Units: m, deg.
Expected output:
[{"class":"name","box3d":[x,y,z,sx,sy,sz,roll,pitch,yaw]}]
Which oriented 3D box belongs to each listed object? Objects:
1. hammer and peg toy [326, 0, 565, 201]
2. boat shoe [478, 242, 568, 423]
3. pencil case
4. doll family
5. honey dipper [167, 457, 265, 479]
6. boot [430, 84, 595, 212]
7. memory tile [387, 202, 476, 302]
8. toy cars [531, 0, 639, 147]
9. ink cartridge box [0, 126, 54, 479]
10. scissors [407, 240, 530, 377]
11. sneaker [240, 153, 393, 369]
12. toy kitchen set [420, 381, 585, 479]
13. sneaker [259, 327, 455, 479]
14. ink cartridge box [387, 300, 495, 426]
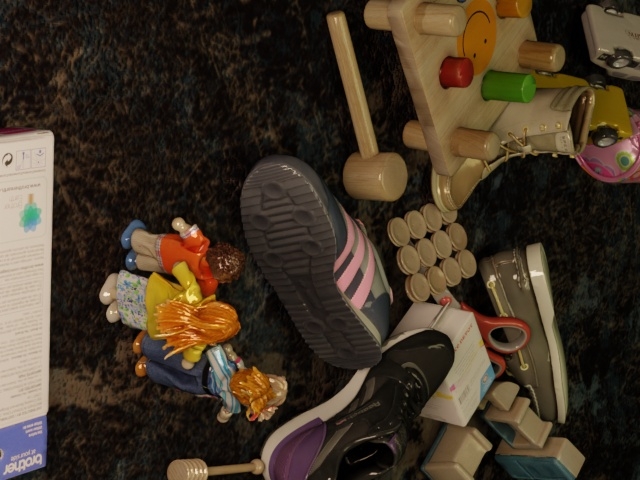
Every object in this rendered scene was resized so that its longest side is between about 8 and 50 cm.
[{"class":"hammer and peg toy","box3d":[0.151,-0.217,1.918,0.361,0.127,0.266,-51,137,-34]},{"class":"boat shoe","box3d":[0.288,0.135,2.248,0.109,0.091,0.305,-85,163,-53]},{"class":"pencil case","box3d":[0.495,-0.147,2.432,0.284,0.124,0.124,-4,103,-52]},{"class":"doll family","box3d":[-0.121,0.106,1.590,0.118,0.163,0.263,-48,135,-36]},{"class":"honey dipper","box3d":[-0.108,0.252,1.770,0.161,0.030,0.030,8,93,-57]},{"class":"boot","box3d":[0.244,-0.120,2.044,0.213,0.165,0.077,-61,141,-27]},{"class":"memory tile","box3d":[0.141,0.011,2.036,0.148,0.012,0.113,-23,93,-50]},{"class":"toy cars","box3d":[0.388,-0.225,2.281,0.176,0.087,0.394,50,48,0]},{"class":"ink cartridge box","box3d":[-0.316,0.064,1.392,0.186,0.065,0.311,-13,108,-53]},{"class":"scissors","box3d":[0.164,0.094,2.107,0.109,0.021,0.297,-41,128,18]},{"class":"sneaker","box3d":[0.000,0.000,1.808,0.319,0.112,0.131,68,29,-42]},{"class":"toy kitchen set","box3d":[0.234,0.307,2.231,0.207,0.122,0.166,46,60,-27]},{"class":"sneaker","box3d":[0.074,0.216,1.874,0.283,0.124,0.107,-38,124,-24]},{"class":"ink cartridge box","box3d":[0.149,0.149,2.053,0.092,0.090,0.143,-53,137,-33]}]
